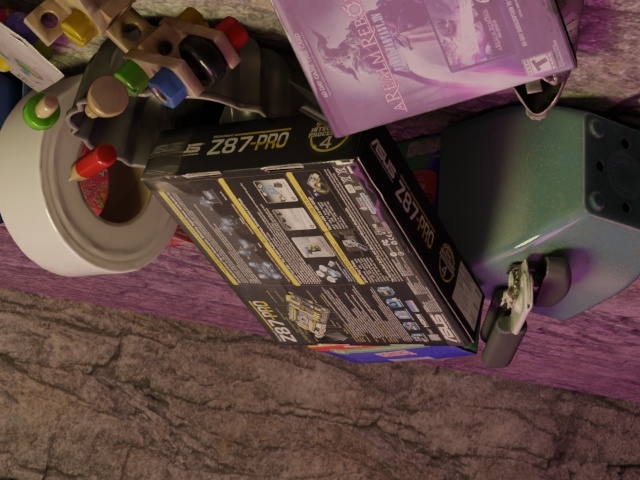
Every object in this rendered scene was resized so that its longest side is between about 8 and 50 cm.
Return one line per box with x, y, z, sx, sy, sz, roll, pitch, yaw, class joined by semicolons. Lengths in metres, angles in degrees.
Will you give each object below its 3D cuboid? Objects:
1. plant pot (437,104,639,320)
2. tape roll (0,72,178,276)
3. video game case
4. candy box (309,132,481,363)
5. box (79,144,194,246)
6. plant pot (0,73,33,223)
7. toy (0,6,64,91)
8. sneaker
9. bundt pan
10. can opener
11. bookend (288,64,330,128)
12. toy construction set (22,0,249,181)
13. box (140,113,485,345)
0.334;-0.053;1.856;0.248;0.247;0.252;16;158;-28;plant pot
-0.324;-0.092;1.920;0.100;0.286;0.286;-5;161;39;tape roll
0.104;-0.225;1.395;0.274;0.026;0.196;-16;122;18;video game case
0.123;0.017;2.041;0.122;0.317;0.268;20;160;-39;candy box
-0.336;-0.076;2.280;0.128;0.122;0.257;-7;160;44;box
-0.511;-0.129;1.982;0.212;0.236;0.236;3;166;-13;plant pot
-0.389;-0.259;1.732;0.137;0.056;0.237;39;165;-16;toy
0.245;-0.222;1.490;0.105;0.115;0.281;2;164;18;sneaker
-0.164;-0.187;1.789;0.331;0.124;0.331;6;164;2;bundt pan
0.274;0.106;1.849;0.093;0.074;0.280;3;156;-5;can opener
0.016;-0.221;1.499;0.072;0.157;0.156;32;179;29;bookend
-0.230;-0.211;1.455;0.257;0.308;0.237;21;166;-19;toy construction set
0.000;0.000;1.766;0.318;0.097;0.395;-5;141;30;box
